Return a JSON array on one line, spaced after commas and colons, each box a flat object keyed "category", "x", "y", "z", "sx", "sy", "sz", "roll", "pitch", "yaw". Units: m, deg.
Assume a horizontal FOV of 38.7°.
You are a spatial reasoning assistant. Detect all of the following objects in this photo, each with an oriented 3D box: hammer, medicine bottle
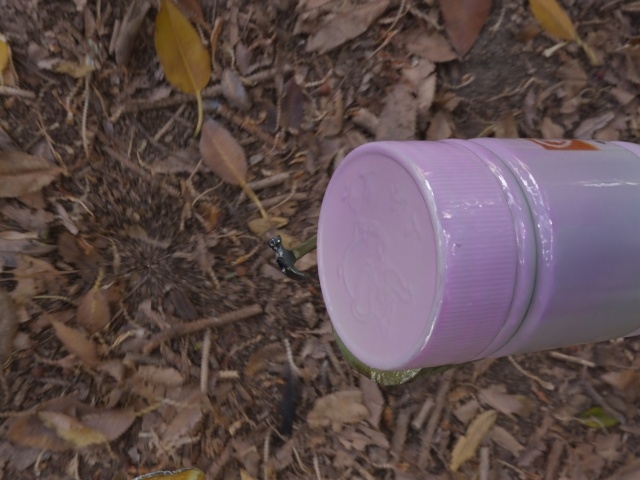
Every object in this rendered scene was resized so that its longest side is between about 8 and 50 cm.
[{"category": "hammer", "x": 0.000, "y": 0.000, "z": 1.125, "sx": 0.182, "sy": 0.017, "sz": 0.062, "roll": -30, "pitch": 95, "yaw": -53}, {"category": "medicine bottle", "x": 0.175, "y": 0.005, "z": 0.848, "sx": 0.315, "sy": 0.202, "sz": 0.202, "roll": -2, "pitch": 89, "yaw": -32}]

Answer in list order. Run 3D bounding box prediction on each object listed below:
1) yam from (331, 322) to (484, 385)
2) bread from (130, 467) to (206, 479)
[{"category": "yam", "x": 0.162, "y": 0.106, "z": 1.283, "sx": 0.268, "sy": 0.161, "sz": 0.161, "roll": -8, "pitch": 90, "yaw": -42}, {"category": "bread", "x": -0.136, "y": 0.202, "z": 0.688, "sx": 0.110, "sy": 0.110, "sz": 0.024, "roll": -28, "pitch": 97, "yaw": -10}]
